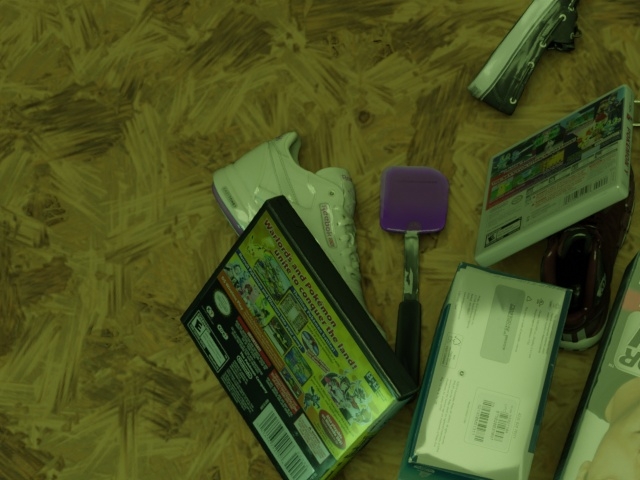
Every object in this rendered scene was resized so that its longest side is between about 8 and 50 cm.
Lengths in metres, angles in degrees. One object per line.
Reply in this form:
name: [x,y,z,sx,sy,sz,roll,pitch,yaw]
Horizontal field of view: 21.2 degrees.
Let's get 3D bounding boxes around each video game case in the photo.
video game case: [-0.032,0.128,1.950,0.035,0.248,0.275,-18,66,-41]
video game case: [0.267,-0.073,1.943,0.201,0.023,0.183,-29,31,34]

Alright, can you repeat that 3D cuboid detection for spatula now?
spatula: [0.108,0.049,2.032,0.084,0.030,0.296,1,76,8]

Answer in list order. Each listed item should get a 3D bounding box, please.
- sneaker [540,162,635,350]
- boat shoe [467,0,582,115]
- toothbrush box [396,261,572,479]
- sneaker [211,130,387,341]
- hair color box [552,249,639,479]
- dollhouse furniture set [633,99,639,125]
sneaker: [0.303,-0.023,1.946,0.106,0.162,0.281,3,77,11]
boat shoe: [0.273,-0.249,2.060,0.076,0.080,0.228,38,82,-1]
toothbrush box: [0.171,0.165,1.848,0.126,0.295,0.216,15,78,2]
sneaker: [0.000,0.000,2.020,0.152,0.114,0.305,-37,73,1]
hair color box: [0.373,0.219,1.887,0.185,0.113,0.374,20,80,6]
dollhouse furniture set: [0.417,-0.136,1.997,0.114,0.081,0.091,2,76,11]
